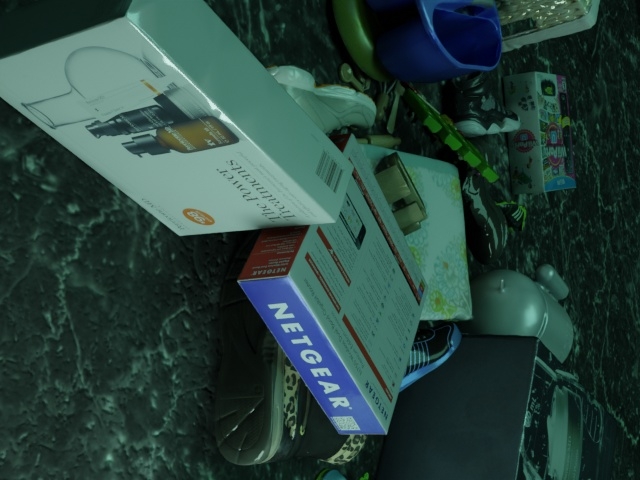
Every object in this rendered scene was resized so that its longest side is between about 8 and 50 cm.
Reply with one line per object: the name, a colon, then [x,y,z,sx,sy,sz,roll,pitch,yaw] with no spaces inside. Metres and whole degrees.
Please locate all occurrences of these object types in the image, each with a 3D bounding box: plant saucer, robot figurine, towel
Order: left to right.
plant saucer: [0.108,-0.425,1.565,0.241,0.037,0.240,19,66,-49]
towel: [0.151,-0.006,1.542,0.375,0.090,0.320,5,80,-46]
robot figurine: [0.434,0.186,1.827,0.300,0.200,0.353,-54,136,4]

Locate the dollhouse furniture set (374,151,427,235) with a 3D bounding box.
dollhouse furniture set: [0.101,-0.068,1.416,0.144,0.123,0.151,60,12,-21]

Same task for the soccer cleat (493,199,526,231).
soccer cleat: [0.461,-0.059,2.003,0.179,0.060,0.072,10,81,-55]

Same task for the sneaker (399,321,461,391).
sneaker: [0.164,0.205,1.529,0.232,0.081,0.090,-34,110,-24]

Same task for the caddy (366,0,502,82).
caddy: [0.236,-0.432,1.556,0.341,0.179,0.241,-14,92,-54]

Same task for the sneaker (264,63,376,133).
sneaker: [-0.010,-0.208,1.385,0.262,0.099,0.121,10,87,-44]

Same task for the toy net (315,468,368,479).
toy net: [0.030,0.515,1.407,0.122,0.045,0.232,24,70,-51]

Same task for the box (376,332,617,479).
box: [0.356,0.495,1.632,0.472,0.298,0.479,39,57,-41]

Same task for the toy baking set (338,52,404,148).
toy baking set: [0.112,-0.270,1.586,0.256,0.030,0.196,-4,90,-53]

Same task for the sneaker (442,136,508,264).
sneaker: [0.327,-0.084,1.809,0.130,0.109,0.286,-11,87,-46]

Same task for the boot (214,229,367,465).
boot: [-0.024,0.171,1.288,0.284,0.138,0.377,30,58,-51]

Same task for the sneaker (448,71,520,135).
sneaker: [0.377,-0.320,1.876,0.269,0.101,0.153,-14,101,-50]

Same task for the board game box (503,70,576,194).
board game box: [0.574,-0.278,2.139,0.224,0.098,0.303,-10,96,-52]

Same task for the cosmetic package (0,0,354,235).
cosmetic package: [-0.180,-0.144,0.987,0.377,0.285,0.097,43,56,-42]

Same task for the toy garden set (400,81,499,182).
toy garden set: [0.237,-0.225,1.659,0.244,0.049,0.203,32,22,-38]

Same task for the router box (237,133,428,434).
router box: [0.038,0.064,1.206,0.335,0.082,0.301,61,36,-33]

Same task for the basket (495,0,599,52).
basket: [0.417,-0.623,1.780,0.266,0.328,0.331,34,61,-41]
